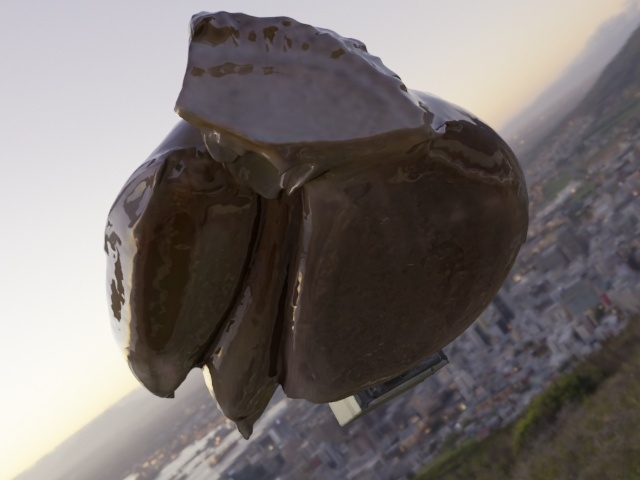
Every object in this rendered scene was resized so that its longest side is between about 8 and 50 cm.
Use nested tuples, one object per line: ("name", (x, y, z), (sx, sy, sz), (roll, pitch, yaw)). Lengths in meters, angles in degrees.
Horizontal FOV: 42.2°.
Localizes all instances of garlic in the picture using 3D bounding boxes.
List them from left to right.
("garlic", (0.000, 0.001, 0.552), (0.279, 0.132, 0.325), (-4, -39, -10))

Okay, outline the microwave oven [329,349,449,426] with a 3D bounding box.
("microwave oven", (0.040, 0.100, 1.103), (0.145, 0.240, 0.194), (-25, -15, -19))
